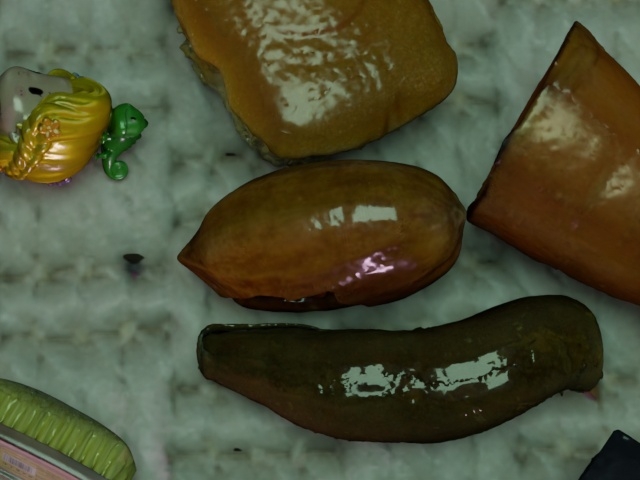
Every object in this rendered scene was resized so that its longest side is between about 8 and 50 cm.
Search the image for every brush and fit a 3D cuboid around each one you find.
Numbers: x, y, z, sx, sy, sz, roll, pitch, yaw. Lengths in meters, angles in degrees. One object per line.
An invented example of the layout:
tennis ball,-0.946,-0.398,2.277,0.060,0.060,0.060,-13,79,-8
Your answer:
brush,-0.123,0.171,1.163,0.312,0.072,0.067,26,60,5

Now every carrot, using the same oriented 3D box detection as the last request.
carrot,0.224,-0.025,1.183,0.225,0.159,0.159,34,75,7

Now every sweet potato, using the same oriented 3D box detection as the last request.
sweet potato,0.053,0.091,1.188,0.285,0.085,0.112,-4,39,8

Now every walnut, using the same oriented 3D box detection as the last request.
walnut,0.000,0.000,1.186,0.207,0.116,0.116,-9,73,8

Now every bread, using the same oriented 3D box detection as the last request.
bread,-0.018,-0.167,1.238,0.174,0.121,0.245,-26,73,-8

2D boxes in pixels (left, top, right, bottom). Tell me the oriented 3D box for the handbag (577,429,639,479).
handbag,0.217,0.320,1.079,0.329,0.122,0.303,34,63,14

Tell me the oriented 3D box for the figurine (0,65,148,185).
figurine,-0.210,-0.073,1.233,0.156,0.115,0.095,9,38,-18
